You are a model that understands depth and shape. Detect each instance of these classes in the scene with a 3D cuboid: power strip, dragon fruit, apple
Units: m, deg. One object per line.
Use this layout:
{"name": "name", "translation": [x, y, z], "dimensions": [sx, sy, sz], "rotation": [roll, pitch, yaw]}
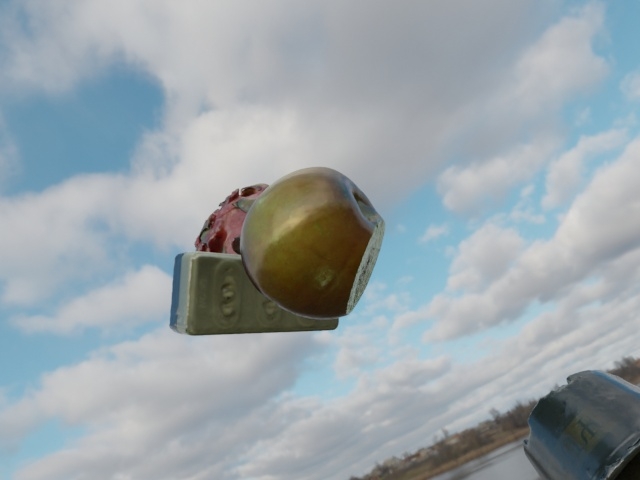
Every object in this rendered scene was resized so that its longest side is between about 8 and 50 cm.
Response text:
{"name": "power strip", "translation": [-0.076, 0.075, 0.707], "dimensions": [0.257, 0.105, 0.070], "rotation": [6, -6, -40]}
{"name": "dragon fruit", "translation": [-0.146, -0.007, 1.138], "dimensions": [0.296, 0.263, 0.314], "rotation": [-39, -33, -23]}
{"name": "apple", "translation": [-0.002, 0.002, 0.545], "dimensions": [0.147, 0.163, 0.146], "rotation": [-51, 8, 23]}

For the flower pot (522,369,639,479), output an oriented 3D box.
{"name": "flower pot", "translation": [0.260, 0.192, 0.451], "dimensions": [0.157, 0.107, 0.157], "rotation": [-7, -70, -18]}
